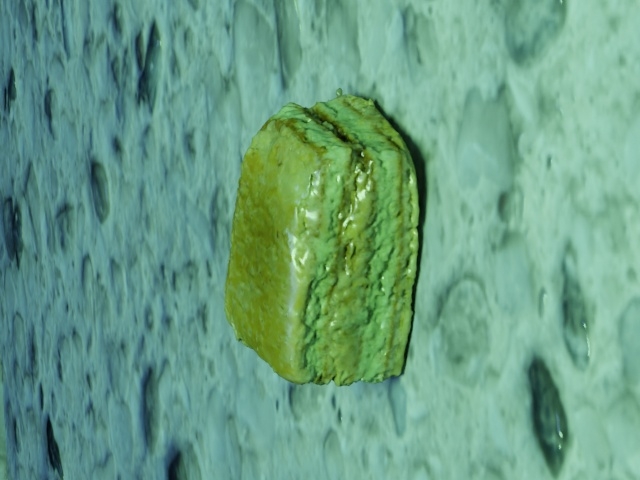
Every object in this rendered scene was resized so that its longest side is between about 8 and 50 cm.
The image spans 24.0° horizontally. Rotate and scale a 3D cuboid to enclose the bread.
[{"bbox_3d":[0.000,0.000,1.100,0.138,0.102,0.196,41,129,54],"label":"bread"}]
